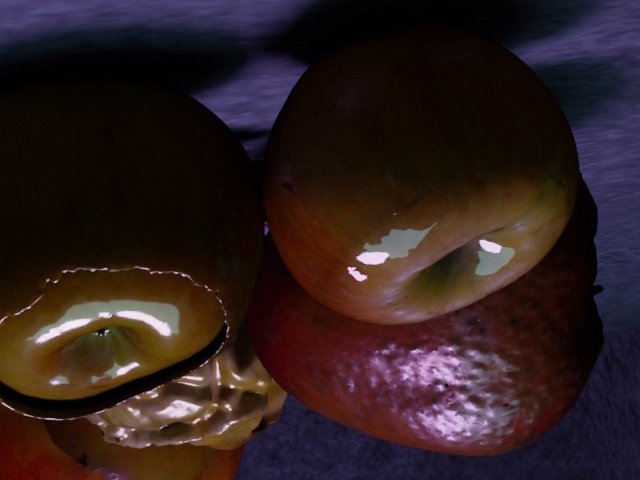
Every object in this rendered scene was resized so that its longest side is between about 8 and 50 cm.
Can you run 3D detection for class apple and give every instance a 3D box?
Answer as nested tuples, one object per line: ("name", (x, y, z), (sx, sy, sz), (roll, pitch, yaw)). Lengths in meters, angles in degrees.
("apple", (-0.155, 0.008, 1.043), (0.237, 0.207, 0.237), (-5, 161, -2))
("apple", (0.060, -0.050, 1.034), (0.210, 0.173, 0.235), (-28, 158, -1))

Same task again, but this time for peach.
("peach", (-0.273, 0.252, 2.064), (0.370, 0.370, 0.370), (-9, 171, -1))

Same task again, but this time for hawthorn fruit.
("hawthorn fruit", (0.057, 0.028, 1.312), (0.369, 0.284, 0.285), (10, 174, 10))

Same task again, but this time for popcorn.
("popcorn", (-0.170, 0.085, 1.540), (0.332, 0.225, 0.265), (-3, -166, 12))

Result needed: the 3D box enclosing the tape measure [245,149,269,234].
("tape measure", (-0.160, -0.023, 1.248), (0.196, 0.105, 0.178), (-14, 177, 36))
